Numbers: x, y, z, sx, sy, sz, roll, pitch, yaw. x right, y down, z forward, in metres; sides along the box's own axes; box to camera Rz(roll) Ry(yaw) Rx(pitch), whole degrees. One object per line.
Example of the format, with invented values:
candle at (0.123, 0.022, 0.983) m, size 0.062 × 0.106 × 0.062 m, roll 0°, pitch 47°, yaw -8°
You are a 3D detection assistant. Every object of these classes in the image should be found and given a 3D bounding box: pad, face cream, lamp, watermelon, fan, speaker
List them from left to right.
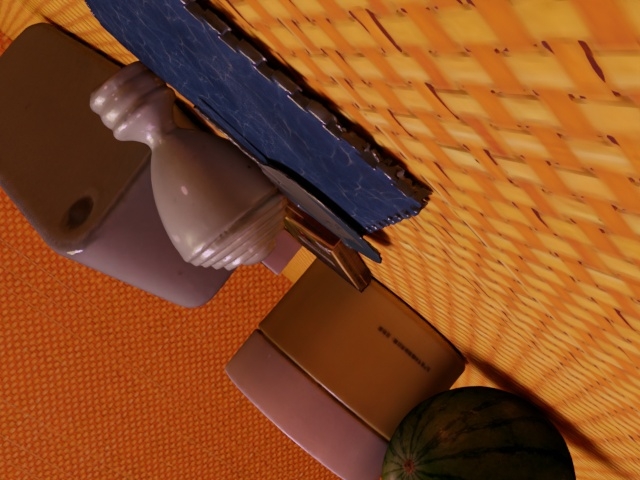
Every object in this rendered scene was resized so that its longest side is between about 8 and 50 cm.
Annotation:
speaker at (-0.243, -0.091, 0.840) m, size 0.406 × 0.183 × 0.184 m, roll 35°, pitch 178°, yaw 43°
lamp at (-0.107, -0.058, 0.605) m, size 0.193 × 0.106 × 0.106 m, roll 49°, pitch 173°, yaw -6°
pad at (-0.061, -0.093, 0.452) m, size 0.269 × 0.012 × 0.269 m, roll 40°, pitch 174°, yaw -1°
fan at (-0.023, -0.039, 0.530) m, size 0.175 × 0.005 × 0.113 m, roll 41°, pitch 175°, yaw -11°
face cream at (0.029, 0.146, 0.848) m, size 0.218 × 0.179 × 0.218 m, roll 40°, pitch 174°, yaw 5°
watermelon at (0.162, 0.240, 0.723) m, size 0.214 × 0.188 × 0.188 m, roll 22°, pitch -174°, yaw -35°

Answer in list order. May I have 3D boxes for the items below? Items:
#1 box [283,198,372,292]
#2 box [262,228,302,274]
box at (0.000, 0.000, 0.717) m, size 0.090 × 0.023 × 0.133 m, roll 36°, pitch 173°, yaw 25°
box at (-0.123, -0.033, 1.078) m, size 0.141 × 0.058 × 0.201 m, roll 43°, pitch 173°, yaw -27°
